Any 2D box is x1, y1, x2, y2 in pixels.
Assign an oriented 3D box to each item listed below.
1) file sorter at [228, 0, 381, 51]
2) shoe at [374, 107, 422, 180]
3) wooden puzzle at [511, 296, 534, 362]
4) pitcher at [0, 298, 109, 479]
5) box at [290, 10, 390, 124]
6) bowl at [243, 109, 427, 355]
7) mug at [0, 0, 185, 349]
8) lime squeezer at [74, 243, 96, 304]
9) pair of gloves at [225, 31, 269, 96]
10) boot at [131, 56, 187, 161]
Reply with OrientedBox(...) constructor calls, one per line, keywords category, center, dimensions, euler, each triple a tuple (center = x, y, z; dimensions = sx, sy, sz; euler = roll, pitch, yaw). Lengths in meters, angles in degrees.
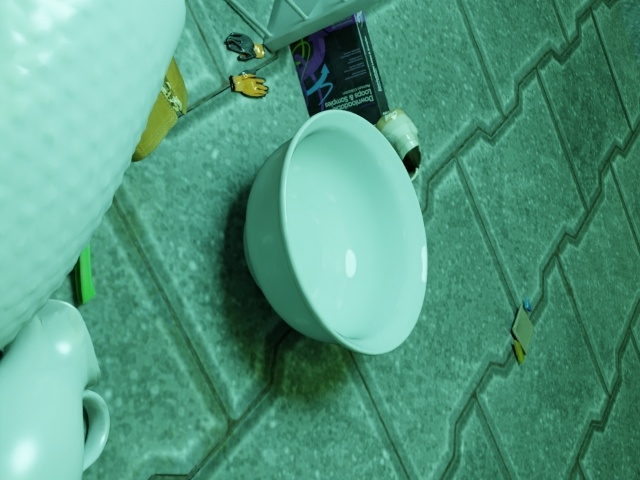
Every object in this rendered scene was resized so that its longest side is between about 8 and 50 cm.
OrientedBox(category="file sorter", center=(0.002, -0.401, 1.129), dimensions=(0.173, 0.278, 0.192), euler=(37, 51, -36))
OrientedBox(category="shoe", center=(0.102, -0.103, 1.266), dimensions=(0.076, 0.058, 0.219), euler=(-42, 163, -13))
OrientedBox(category="wooden puzzle", center=(0.370, 0.164, 1.673), dimensions=(0.116, 0.014, 0.078), euler=(-52, 125, -47))
OrientedBox(category="pitcher", center=(-0.242, 0.180, 0.764), dimensions=(0.207, 0.126, 0.177), euler=(-79, 155, -45))
OrientedBox(category="box", center=(0.024, -0.226, 1.234), dimensions=(0.029, 0.116, 0.162), euler=(-24, 99, -52))
OrientedBox(category="bowl", center=(0.000, 0.000, 1.119), dimensions=(0.298, 0.134, 0.297), euler=(22, 62, -50))
OrientedBox(category="mug", center=(-0.302, -0.096, 0.609), dimensions=(0.374, 0.276, 0.327), euler=(41, 61, -50))
OrientedBox(category="lime squeezer", center=(-0.272, -0.097, 0.866), dimensions=(0.110, 0.059, 0.310), euler=(-36, 113, -17))
OrientedBox(category="pair of gloves", center=(-0.092, -0.224, 1.167), dimensions=(0.074, 0.010, 0.083), euler=(0, 79, -53))
OrientedBox(category="boot", center=(-0.202, -0.242, 0.968), dimensions=(0.211, 0.104, 0.295), euler=(57, 35, -41))
